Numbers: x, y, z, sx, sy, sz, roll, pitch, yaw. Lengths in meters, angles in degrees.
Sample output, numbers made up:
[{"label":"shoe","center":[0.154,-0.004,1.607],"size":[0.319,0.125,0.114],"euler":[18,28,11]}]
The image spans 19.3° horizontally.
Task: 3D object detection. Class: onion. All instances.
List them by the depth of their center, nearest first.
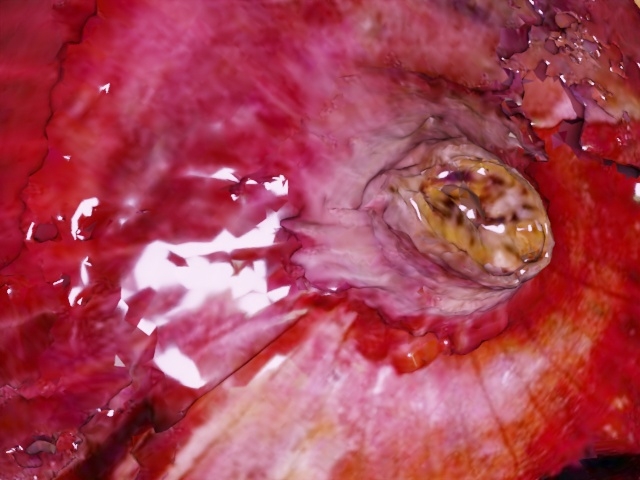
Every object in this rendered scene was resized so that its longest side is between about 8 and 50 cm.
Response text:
[{"label":"onion","center":[0.000,0.000,0.543],"size":[0.252,0.219,0.252],"euler":[-1,93,-18]}]

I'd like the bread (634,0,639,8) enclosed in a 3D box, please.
[{"label":"bread","center":[0.128,-0.103,0.618],"size":[0.125,0.082,0.106],"euler":[-30,99,-6]}]
